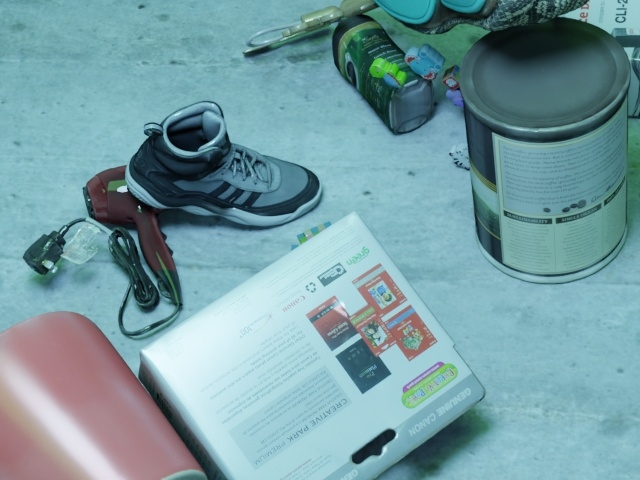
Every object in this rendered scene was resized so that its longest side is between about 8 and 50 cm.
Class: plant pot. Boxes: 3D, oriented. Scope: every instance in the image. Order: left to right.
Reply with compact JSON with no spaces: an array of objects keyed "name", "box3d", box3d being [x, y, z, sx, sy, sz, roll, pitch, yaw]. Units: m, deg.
[{"name":"plant pot","box3d":[-0.273,0.254,1.657,0.275,0.275,0.243,-40,63,-23]}]

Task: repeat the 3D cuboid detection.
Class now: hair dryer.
[{"name":"hair dryer","box3d":[-0.236,-0.010,2.015,0.223,0.080,0.293,30,63,11]}]

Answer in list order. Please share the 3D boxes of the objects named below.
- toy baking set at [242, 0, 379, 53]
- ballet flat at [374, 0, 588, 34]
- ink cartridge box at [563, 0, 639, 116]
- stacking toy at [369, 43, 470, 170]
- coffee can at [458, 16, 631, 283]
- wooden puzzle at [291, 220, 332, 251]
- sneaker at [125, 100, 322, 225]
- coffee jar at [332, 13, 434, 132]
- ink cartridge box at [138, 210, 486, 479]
[{"name":"toy baking set","box3d":[-0.004,-0.330,2.189,0.196,0.030,0.256,-23,7,-35]},{"name":"ballet flat","box3d":[0.198,-0.331,1.853,0.182,0.164,0.483,4,12,-19]},{"name":"ink cartridge box","box3d":[0.473,-0.276,2.065,0.272,0.114,0.197,3,50,14]},{"name":"stacking toy","box3d":[0.170,-0.223,2.034,0.052,0.221,0.167,-27,30,49]},{"name":"coffee can","box3d":[0.282,-0.109,1.844,0.201,0.275,0.201,-6,47,6]},{"name":"wooden puzzle","box3d":[0.000,0.000,1.984,0.083,0.006,0.049,-22,48,-8]},{"name":"sneaker","box3d":[-0.117,-0.101,1.959,0.268,0.153,0.101,6,59,-13]},{"name":"coffee jar","box3d":[0.086,-0.243,2.123,0.079,0.096,0.184,-24,49,-16]},{"name":"ink cartridge box","box3d":[-0.011,0.168,1.727,0.309,0.130,0.272,-32,77,-17]}]
